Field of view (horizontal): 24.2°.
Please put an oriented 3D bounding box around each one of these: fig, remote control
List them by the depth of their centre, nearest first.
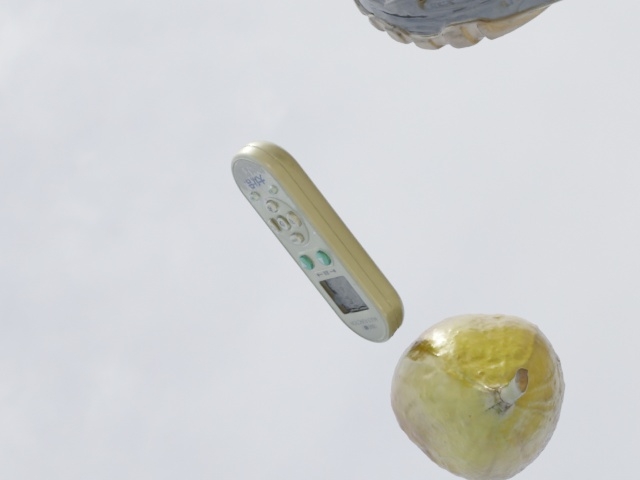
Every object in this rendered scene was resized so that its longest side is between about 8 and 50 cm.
[{"bbox_3d":[0.151,0.131,1.305,0.159,0.257,0.159,1,-100,-4],"label":"fig"},{"bbox_3d":[0.000,0.000,1.354,0.042,0.078,0.221,-45,-76,-28],"label":"remote control"}]

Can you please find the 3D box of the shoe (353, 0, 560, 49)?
[{"bbox_3d":[0.064,-0.134,0.539,0.092,0.180,0.089,44,-126,-37],"label":"shoe"}]
